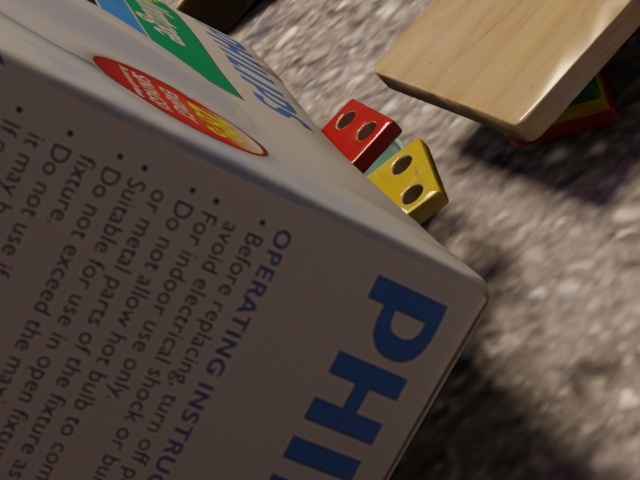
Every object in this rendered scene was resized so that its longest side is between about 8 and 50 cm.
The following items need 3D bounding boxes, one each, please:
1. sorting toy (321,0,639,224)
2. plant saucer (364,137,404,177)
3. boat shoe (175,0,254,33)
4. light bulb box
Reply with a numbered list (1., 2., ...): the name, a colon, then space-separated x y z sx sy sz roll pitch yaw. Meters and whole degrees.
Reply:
1. sorting toy: 0.101 -0.090 0.732 0.274 0.046 0.132 -48 29 -6
2. plant saucer: 0.000 0.000 0.789 0.119 0.021 0.119 -35 27 21
3. boat shoe: -0.043 -0.185 1.085 0.135 0.050 0.045 -32 34 27
4. light bulb box: -0.185 -0.016 0.652 0.225 0.361 0.358 -61 24 10
